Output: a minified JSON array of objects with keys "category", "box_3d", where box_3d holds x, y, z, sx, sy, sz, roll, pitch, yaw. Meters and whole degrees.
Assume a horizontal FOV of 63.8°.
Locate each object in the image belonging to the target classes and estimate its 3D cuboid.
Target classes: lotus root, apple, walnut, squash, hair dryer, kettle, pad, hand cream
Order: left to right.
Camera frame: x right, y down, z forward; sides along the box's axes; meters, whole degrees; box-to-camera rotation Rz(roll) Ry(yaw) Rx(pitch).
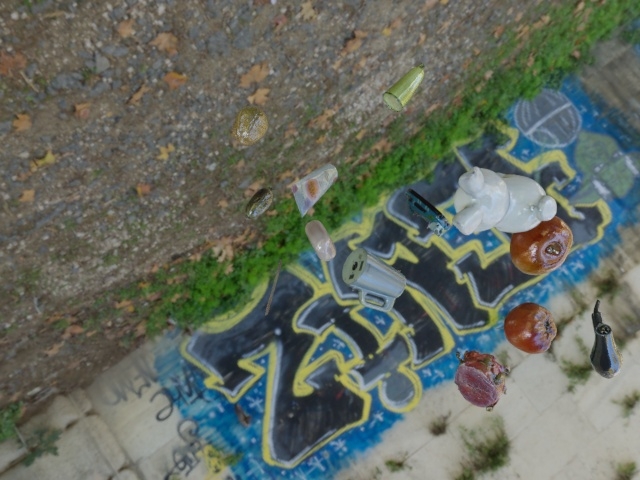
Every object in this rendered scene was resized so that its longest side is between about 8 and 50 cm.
[{"category":"walnut","box_3d":[-0.208,-0.333,1.504,0.105,0.105,0.125,-50,-164,57]},{"category":"lotus root","box_3d":[-0.269,-0.168,2.264,0.089,0.081,0.179,17,-120,47]},{"category":"pad","box_3d":[-0.220,0.221,2.426,0.181,0.004,0.267,107,-3,-84]},{"category":"hand cream","box_3d":[-0.015,-0.213,1.954,0.077,0.125,0.341,-6,-155,28]},{"category":"kettle","box_3d":[0.223,0.174,2.118,0.159,0.243,0.211,-12,-125,58]},{"category":"squash","box_3d":[0.327,-0.587,1.922,0.224,0.094,0.094,-52,176,-16]},{"category":"apple","box_3d":[0.822,0.018,1.909,0.173,0.210,0.235,-129,-129,-77]},{"category":"hair dryer","box_3d":[0.897,0.283,1.657,0.091,0.236,0.272,-11,-142,22]}]

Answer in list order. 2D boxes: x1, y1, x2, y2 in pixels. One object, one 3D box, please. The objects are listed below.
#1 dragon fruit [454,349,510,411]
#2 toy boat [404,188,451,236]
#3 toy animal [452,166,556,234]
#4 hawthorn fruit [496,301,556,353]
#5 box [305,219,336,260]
[{"category":"dragon fruit","box_3d":[0.676,0.564,2.155,0.147,0.282,0.211,-26,176,-39]},{"category":"toy boat","box_3d":[0.474,-0.133,2.397,0.092,0.299,0.134,-46,132,4]},{"category":"toy animal","box_3d":[0.516,-0.113,1.519,0.367,0.196,0.241,1,-173,-34]},{"category":"hawthorn fruit","box_3d":[0.506,0.213,1.264,0.140,0.125,0.125,7,-171,21]},{"category":"box","box_3d":[0.000,0.000,2.218,0.088,0.200,0.146,-29,133,0]}]
